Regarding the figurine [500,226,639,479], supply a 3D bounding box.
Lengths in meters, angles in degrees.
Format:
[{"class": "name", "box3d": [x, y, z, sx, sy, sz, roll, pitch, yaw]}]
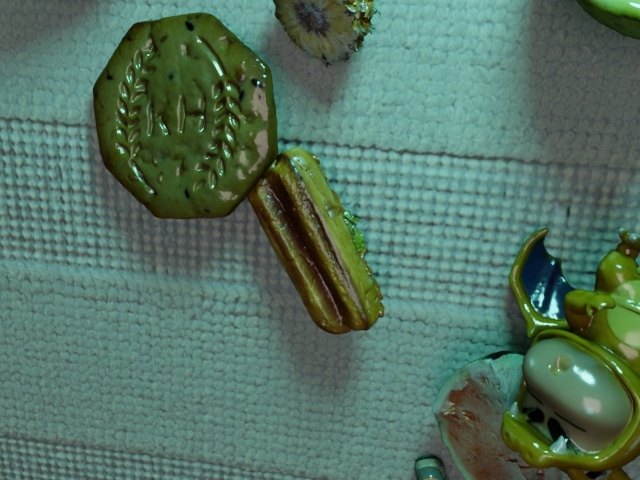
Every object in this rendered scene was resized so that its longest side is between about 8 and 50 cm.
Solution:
[{"class": "figurine", "box3d": [0.485, 0.200, 1.049, 0.400, 0.268, 0.387, 25, 96, -4]}]

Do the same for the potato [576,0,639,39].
[{"class": "potato", "box3d": [0.456, -0.414, 0.903, 0.280, 0.212, 0.330, 29, 91, 23]}]

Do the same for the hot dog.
[{"class": "hot dog", "box3d": [0.000, 0.000, 1.149, 0.158, 0.117, 0.349, -22, 100, 44]}]

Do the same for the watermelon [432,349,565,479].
[{"class": "watermelon", "box3d": [0.325, 0.317, 1.185, 0.224, 0.180, 0.305, -22, 104, 0]}]

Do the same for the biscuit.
[{"class": "biscuit", "box3d": [-0.233, -0.202, 1.107, 0.359, 0.046, 0.359, 4, 101, 20]}]

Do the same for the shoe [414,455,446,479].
[{"class": "shoe", "box3d": [0.239, 0.532, 1.332, 0.074, 0.077, 0.194, -18, 106, 14]}]

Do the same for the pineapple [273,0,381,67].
[{"class": "pineapple", "box3d": [0.024, -0.380, 1.013, 0.176, 0.137, 0.161, 46, 153, -15]}]
